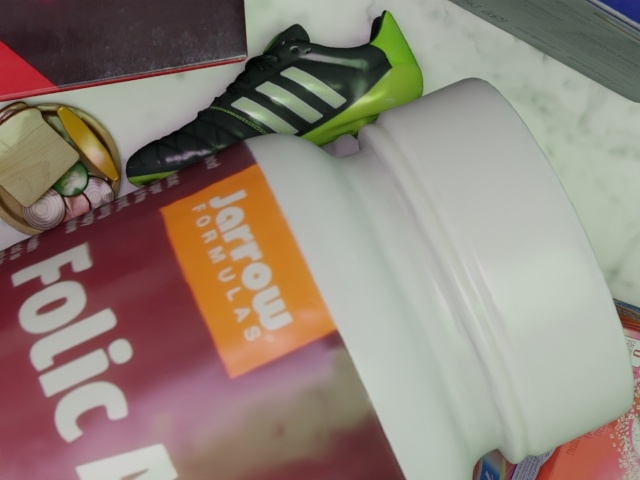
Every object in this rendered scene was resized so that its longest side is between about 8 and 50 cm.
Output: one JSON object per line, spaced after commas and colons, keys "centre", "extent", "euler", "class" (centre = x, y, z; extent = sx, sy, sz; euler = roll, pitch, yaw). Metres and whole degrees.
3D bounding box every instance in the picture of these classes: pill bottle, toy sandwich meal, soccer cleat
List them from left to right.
{"centre": [-0.151, -0.039, 0.709], "extent": [0.086, 0.029, 0.085], "euler": [-3, 103, -14], "class": "toy sandwich meal"}
{"centre": [-0.062, 0.082, 0.640], "extent": [0.392, 0.224, 0.224], "euler": [-25, 107, -2], "class": "pill bottle"}
{"centre": [-0.029, -0.077, 0.723], "extent": [0.179, 0.060, 0.072], "euler": [-20, 90, -11], "class": "soccer cleat"}

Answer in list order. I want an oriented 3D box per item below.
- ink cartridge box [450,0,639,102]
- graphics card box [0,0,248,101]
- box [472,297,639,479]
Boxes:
{"centre": [0.141, -0.125, 0.662], "extent": [0.223, 0.224, 0.045], "euler": [25, 96, -19], "class": "ink cartridge box"}
{"centre": [-0.159, -0.244, 0.555], "extent": [0.233, 0.094, 0.370], "euler": [-13, 112, -28], "class": "graphics card box"}
{"centre": [0.153, 0.165, 0.782], "extent": [0.123, 0.128, 0.256], "euler": [18, 97, -17], "class": "box"}
